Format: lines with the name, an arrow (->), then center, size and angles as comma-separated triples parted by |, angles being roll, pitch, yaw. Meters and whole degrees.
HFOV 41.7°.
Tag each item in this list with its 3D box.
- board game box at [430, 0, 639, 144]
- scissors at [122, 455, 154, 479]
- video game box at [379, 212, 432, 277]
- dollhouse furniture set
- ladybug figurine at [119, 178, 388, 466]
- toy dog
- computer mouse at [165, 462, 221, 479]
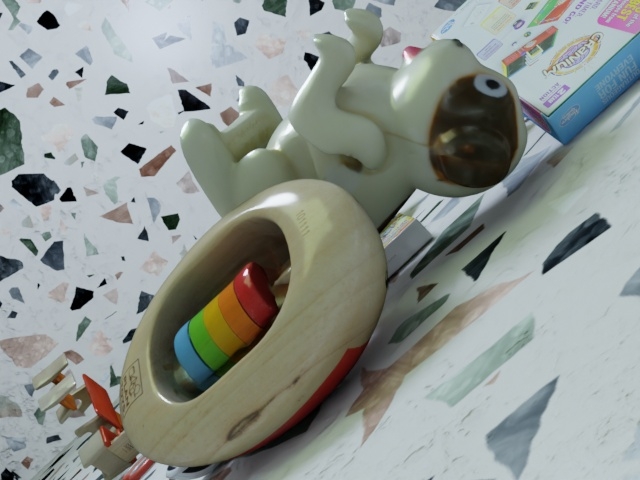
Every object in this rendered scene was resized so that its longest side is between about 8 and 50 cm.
board game box -> 0.338, -0.306, 1.223 | 0.242, 0.064, 0.316 | -42, 42, 6
scissors -> -0.275, 0.362, 1.646 | 0.297, 0.021, 0.109 | -46, 4, -16
video game box -> 0.084, 0.041, 1.397 | 0.205, 0.048, 0.187 | -43, 8, 1
dollhouse furniture set -> -0.461, 0.380, 1.813 | 0.135, 0.262, 0.259 | -42, 39, -2
ladybug figurine -> -0.082, 0.119, 1.060 | 0.449, 0.162, 0.305 | -40, 45, 23
toy dog -> 0.076, -0.118, 1.151 | 0.408, 0.395, 0.284 | -20, 6, 27
computer mouse -> -0.134, 0.279, 1.188 | 0.193, 0.042, 0.106 | -40, 8, -24
